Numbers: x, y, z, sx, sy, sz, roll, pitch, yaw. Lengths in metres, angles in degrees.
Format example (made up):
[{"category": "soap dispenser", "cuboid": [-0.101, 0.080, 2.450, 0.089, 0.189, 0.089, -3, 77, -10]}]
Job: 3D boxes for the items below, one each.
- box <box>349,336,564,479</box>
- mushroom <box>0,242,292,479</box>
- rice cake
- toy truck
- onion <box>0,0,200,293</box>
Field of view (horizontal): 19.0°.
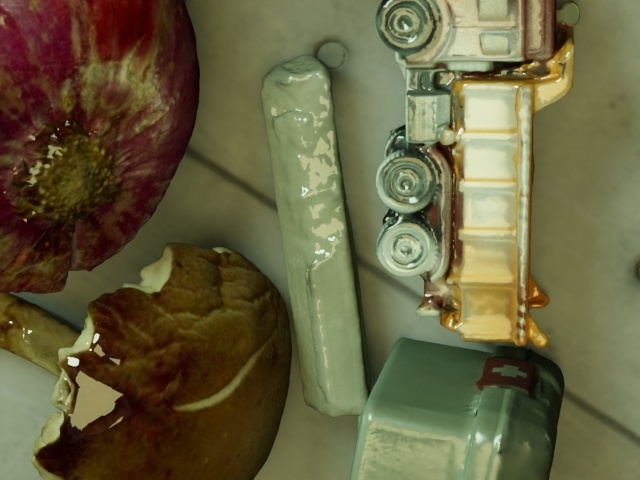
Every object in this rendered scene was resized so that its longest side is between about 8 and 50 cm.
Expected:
[{"category": "box", "cuboid": [0.092, 0.153, 1.303, 0.129, 0.210, 0.148, 11, 103, 7]}, {"category": "mushroom", "cuboid": [-0.158, 0.065, 1.326, 0.301, 0.233, 0.208, 46, 138, 7]}, {"category": "rice cake", "cuboid": [0.000, 0.000, 1.340, 0.052, 0.057, 0.256, -15, 107, -24]}, {"category": "toy truck", "cuboid": [0.106, -0.070, 1.288, 0.135, 0.114, 0.270, 1, 106, 6]}, {"category": "onion", "cuboid": [-0.192, -0.110, 1.225, 0.272, 0.230, 0.256, 59, 141, 20]}]
